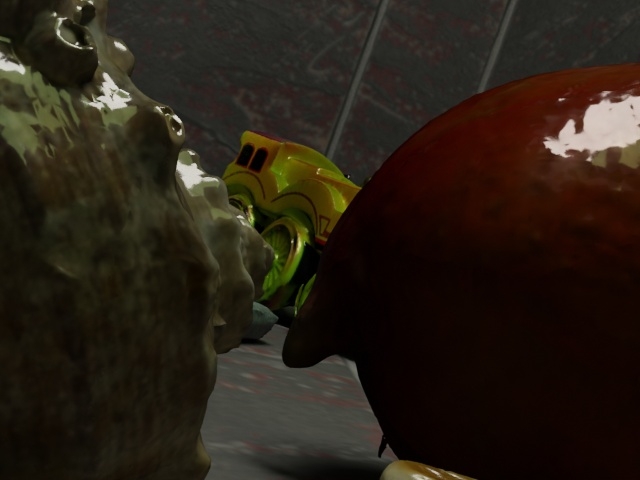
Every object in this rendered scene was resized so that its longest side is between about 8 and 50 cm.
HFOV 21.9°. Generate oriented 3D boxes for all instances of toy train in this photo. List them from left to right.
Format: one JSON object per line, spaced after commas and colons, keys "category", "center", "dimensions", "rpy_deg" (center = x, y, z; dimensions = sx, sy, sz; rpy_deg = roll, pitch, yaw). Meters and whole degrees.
{"category": "toy train", "center": [0.000, 0.000, 1.460], "dimensions": [0.100, 0.160, 0.296], "rpy_deg": [25, 1, -36]}

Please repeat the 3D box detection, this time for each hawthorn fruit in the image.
{"category": "hawthorn fruit", "center": [0.162, 0.035, 0.891], "dimensions": [0.311, 0.295, 0.295], "rpy_deg": [30, 6, 7]}

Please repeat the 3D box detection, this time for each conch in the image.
{"category": "conch", "center": [-0.191, -0.021, 0.659], "dimensions": [0.352, 0.210, 0.297], "rpy_deg": [20, -11, -24]}

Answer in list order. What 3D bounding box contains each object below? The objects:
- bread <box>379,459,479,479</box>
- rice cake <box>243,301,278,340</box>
{"category": "bread", "center": [0.117, 0.153, 0.747], "dimensions": [0.214, 0.053, 0.073], "rpy_deg": [21, 7, -15]}
{"category": "rice cake", "center": [-0.086, 0.055, 1.200], "dimensions": [0.033, 0.033, 0.208], "rpy_deg": [33, 8, 22]}
